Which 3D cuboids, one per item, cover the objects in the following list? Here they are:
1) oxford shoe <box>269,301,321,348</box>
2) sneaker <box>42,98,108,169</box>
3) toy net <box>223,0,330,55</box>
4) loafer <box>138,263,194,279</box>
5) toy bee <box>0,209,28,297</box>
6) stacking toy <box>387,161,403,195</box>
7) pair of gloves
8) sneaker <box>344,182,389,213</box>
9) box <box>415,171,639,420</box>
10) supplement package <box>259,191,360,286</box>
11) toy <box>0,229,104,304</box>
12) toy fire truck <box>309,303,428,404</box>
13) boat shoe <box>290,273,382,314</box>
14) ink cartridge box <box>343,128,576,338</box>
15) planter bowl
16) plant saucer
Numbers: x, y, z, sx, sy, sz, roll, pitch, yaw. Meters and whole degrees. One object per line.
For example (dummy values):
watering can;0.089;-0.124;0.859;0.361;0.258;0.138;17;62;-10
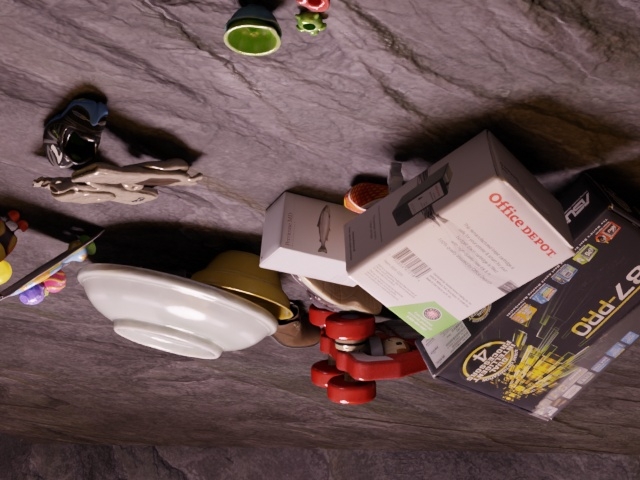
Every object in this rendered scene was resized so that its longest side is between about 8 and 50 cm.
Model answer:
oxford shoe;-0.066;0.179;2.291;0.096;0.082;0.227;-20;149;38
sneaker;-0.362;-0.143;1.541;0.067;0.078;0.188;16;157;-26
toy net;-0.052;-0.281;1.169;0.122;0.045;0.232;4;158;3
loafer;-0.286;0.076;2.125;0.170;0.062;0.061;18;132;-32
toy bee;-0.609;0.014;1.923;0.298;0.162;0.195;29;153;29
stacking toy;0.179;-0.023;1.637;0.167;0.052;0.221;4;130;-3
pair of gloves;-0.316;-0.096;1.657;0.204;0.042;0.240;0;172;-38
sneaker;0.124;-0.058;1.695;0.175;0.064;0.067;16;173;-10
box;0.394;0.105;1.719;0.318;0.097;0.395;24;117;-40
supplement package;0.000;0.000;1.788;0.179;0.105;0.105;12;158;-20
toy;-0.495;0.070;1.928;0.137;0.237;0.056;-22;107;44
toy fire truck;0.120;0.217;2.165;0.254;0.169;0.302;-5;-171;-15
boat shoe;0.016;0.086;2.011;0.092;0.102;0.285;-14;158;30
ink cartridge box;0.199;-0.003;1.548;0.273;0.114;0.198;-34;125;26
planter bowl;-0.146;0.075;2.010;0.217;0.090;0.217;14;164;4
plant saucer;-0.285;0.154;2.058;0.401;0.100;0.400;13;165;3
